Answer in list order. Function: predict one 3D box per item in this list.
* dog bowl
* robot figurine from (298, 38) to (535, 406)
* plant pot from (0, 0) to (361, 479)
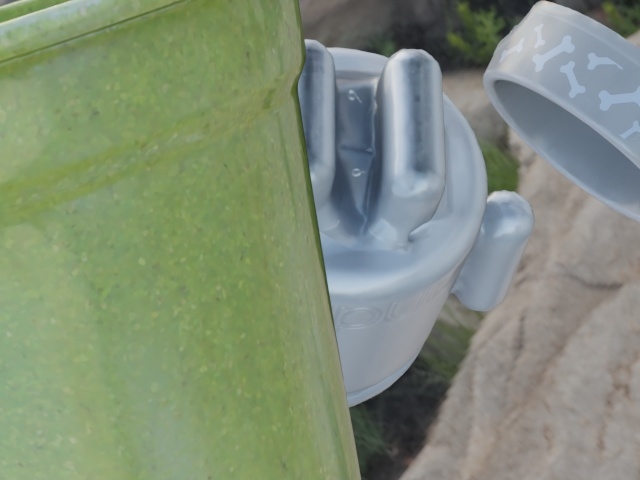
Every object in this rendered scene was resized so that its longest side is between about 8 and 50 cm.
[{"bbox_3d":[0.347,-0.143,1.863,0.102,0.349,0.349,-52,46,-5],"label":"dog bowl"},{"bbox_3d":[0.000,0.000,1.098,0.300,0.353,0.199,7,61,-5],"label":"robot figurine"},{"bbox_3d":[-0.100,0.034,0.607,0.276,0.254,0.276,-16,12,4],"label":"plant pot"}]
